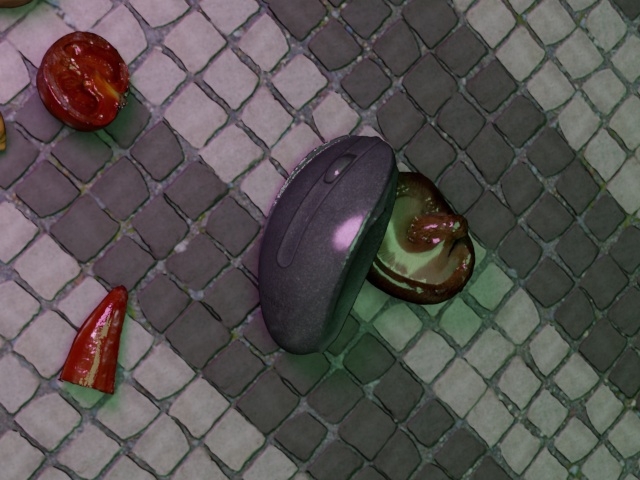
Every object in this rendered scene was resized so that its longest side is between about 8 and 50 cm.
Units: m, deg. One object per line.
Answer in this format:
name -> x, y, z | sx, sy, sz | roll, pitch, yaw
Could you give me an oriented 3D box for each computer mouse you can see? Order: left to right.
computer mouse -> -0.001, 0.000, 1.675 | 0.114, 0.203, 0.374 | 18, 92, -42

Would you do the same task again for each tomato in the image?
tomato -> -0.365, -0.230, 1.594 | 0.139, 0.091, 0.159 | 33, 55, -27

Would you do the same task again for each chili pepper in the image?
chili pepper -> -0.336, 0.148, 1.639 | 0.088, 0.065, 0.169 | 21, 82, -20

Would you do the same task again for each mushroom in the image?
mushroom -> 0.146, 0.001, 1.767 | 0.194, 0.138, 0.231 | -27, 90, -2

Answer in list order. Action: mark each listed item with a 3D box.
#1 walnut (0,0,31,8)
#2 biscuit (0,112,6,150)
walnut -> -0.466, -0.408, 1.523 | 0.166, 0.149, 0.167 | 10, 56, -16
biscuit -> -0.597, -0.158, 1.473 | 0.309, 0.205, 0.040 | -14, 57, -19
